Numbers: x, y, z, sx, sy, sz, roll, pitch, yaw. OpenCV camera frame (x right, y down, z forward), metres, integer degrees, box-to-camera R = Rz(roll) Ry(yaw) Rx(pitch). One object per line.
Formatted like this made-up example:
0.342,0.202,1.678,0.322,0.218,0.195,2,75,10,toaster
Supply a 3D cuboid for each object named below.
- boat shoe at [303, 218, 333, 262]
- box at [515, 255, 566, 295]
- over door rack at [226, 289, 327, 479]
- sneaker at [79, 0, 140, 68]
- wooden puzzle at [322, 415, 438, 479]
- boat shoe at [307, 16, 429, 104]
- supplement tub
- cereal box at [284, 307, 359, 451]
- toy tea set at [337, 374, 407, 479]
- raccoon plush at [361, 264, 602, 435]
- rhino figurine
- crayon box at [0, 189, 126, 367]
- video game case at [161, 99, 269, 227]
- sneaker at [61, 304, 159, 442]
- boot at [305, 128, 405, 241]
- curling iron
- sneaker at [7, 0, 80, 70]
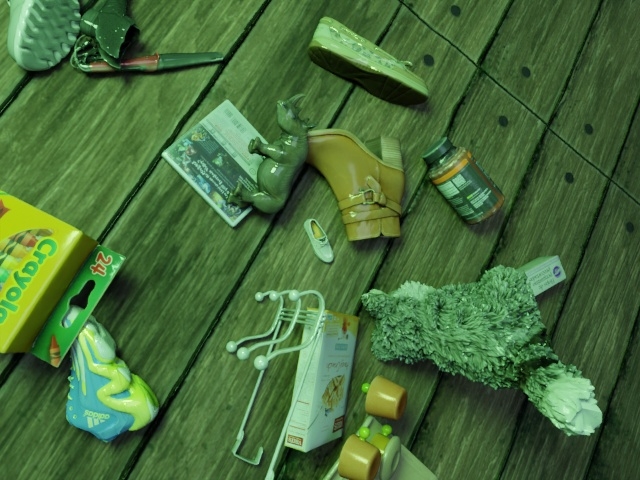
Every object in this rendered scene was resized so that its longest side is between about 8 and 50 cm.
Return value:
0.000,0.000,0.951,0.035,0.035,0.100,-27,94,-21,boat shoe
0.434,0.124,1.086,0.324,0.067,0.063,-23,93,-22,box
-0.096,0.241,0.781,0.108,0.239,0.324,12,80,-20,over door rack
-0.360,-0.390,0.830,0.089,0.051,0.170,25,60,-7,sneaker
0.105,0.510,0.938,0.238,0.044,0.221,47,71,-15,wooden puzzle
0.116,-0.384,0.999,0.285,0.104,0.089,22,80,-16,boat shoe
0.318,-0.138,1.048,0.106,0.106,0.198,-45,101,-19,supplement tub
0.010,0.254,0.869,0.173,0.047,0.240,27,70,-63,cereal box
0.052,0.405,0.839,0.336,0.124,0.200,-54,141,-36,toy tea set
0.226,0.167,0.809,0.299,0.446,0.216,-7,89,6,raccoon plush
-0.079,-0.156,0.856,0.106,0.073,0.243,20,106,-22,rhino figurine
-0.494,0.031,0.697,0.319,0.081,0.202,26,75,-1,crayon box
-0.178,-0.151,0.909,0.190,0.022,0.173,47,71,-11,video game case
-0.380,0.228,0.757,0.126,0.091,0.240,-36,94,-15,sneaker
0.049,-0.107,0.957,0.284,0.109,0.220,0,88,-28,boot
-0.319,-0.347,0.869,0.274,0.035,0.068,-8,87,-21,curling iron
-0.489,-0.429,0.799,0.115,0.105,0.281,8,85,15,sneaker
